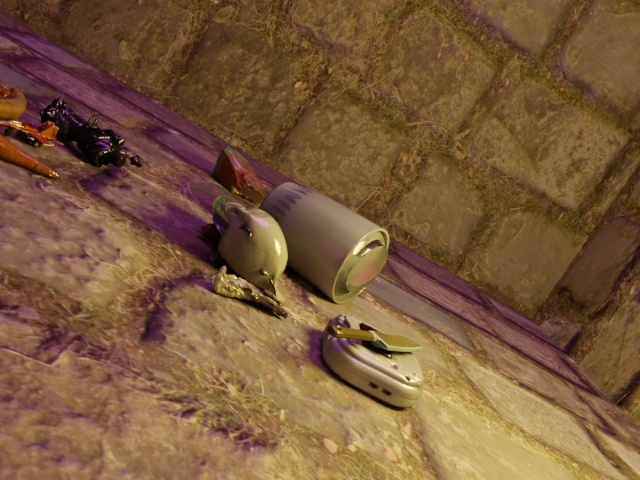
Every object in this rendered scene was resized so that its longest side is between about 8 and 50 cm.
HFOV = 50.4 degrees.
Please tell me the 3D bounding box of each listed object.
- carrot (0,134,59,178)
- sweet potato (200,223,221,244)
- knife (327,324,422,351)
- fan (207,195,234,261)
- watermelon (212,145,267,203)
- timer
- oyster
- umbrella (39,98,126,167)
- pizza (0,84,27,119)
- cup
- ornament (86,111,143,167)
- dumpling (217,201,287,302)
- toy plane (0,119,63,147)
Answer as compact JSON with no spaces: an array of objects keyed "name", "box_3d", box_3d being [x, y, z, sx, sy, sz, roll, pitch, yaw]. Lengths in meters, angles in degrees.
[{"name":"carrot","box_3d":[-0.700,-0.205,1.514,0.256,0.061,0.061,27,11,-37]},{"name":"sweet potato","box_3d":[-0.248,0.001,1.853,0.195,0.056,0.056,31,9,-37]},{"name":"knife","box_3d":[0.128,0.220,1.470,0.061,0.027,0.343,39,13,36]},{"name":"fan","box_3d":[-0.242,-0.030,1.822,0.294,0.012,0.223,12,51,-60]},{"name":"watermelon","box_3d":[-0.299,-0.228,2.610,0.257,0.140,0.193,48,13,28]},{"name":"timer","box_3d":[0.120,0.265,1.544,0.237,0.087,0.262,30,11,-7]},{"name":"oyster","box_3d":[-0.159,0.128,1.549,0.200,0.061,0.106,31,-8,-14]},{"name":"umbrella","box_3d":[-0.652,-0.291,1.894,0.272,0.110,0.122,32,12,11]},{"name":"pizza","box_3d":[-0.877,-0.383,1.780,0.182,0.074,0.365,40,9,-3]},{"name":"cup","box_3d":[0.000,0.000,2.020,0.371,0.253,0.253,33,10,27]},{"name":"ornament","box_3d":[-0.626,-0.281,2.042,0.203,0.088,0.081,40,-25,-20]},{"name":"dumpling","box_3d":[-0.167,0.027,1.724,0.175,0.243,0.227,3,1,1]},{"name":"toy plane","box_3d":[-0.747,-0.273,1.715,0.135,0.062,0.188,38,26,31]}]
